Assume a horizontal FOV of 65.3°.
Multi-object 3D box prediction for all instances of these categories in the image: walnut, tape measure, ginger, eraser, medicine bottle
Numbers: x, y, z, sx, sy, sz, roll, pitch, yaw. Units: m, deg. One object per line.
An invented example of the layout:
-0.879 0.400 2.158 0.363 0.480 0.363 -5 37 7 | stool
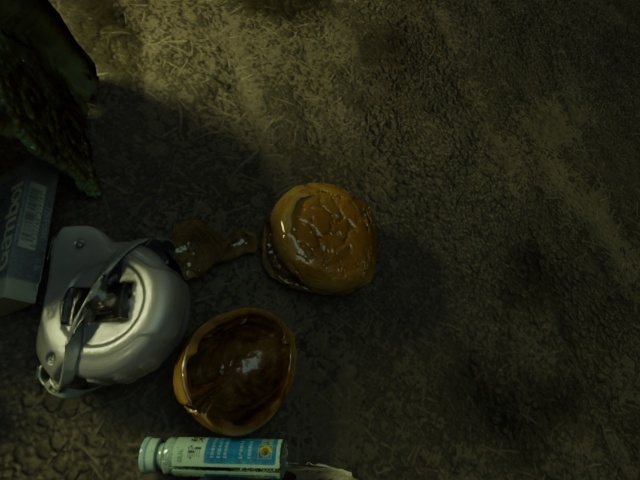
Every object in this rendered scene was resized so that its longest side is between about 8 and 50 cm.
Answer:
-0.130 0.191 0.726 0.211 0.087 0.167 -21 85 -50 | walnut
-0.278 0.092 0.683 0.196 0.120 0.236 -4 66 6 | tape measure
-0.183 0.003 0.818 0.165 0.067 0.096 -23 76 -43 | ginger
-0.425 -0.008 0.701 0.046 0.091 0.213 29 49 -50 | eraser
-0.141 0.287 0.662 0.190 0.051 0.051 0 63 5 | medicine bottle

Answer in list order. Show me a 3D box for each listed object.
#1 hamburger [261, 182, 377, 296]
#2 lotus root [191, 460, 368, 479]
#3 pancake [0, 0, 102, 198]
0.000 0.001 0.873 0.213 0.108 0.214 12 61 -23 | hamburger
-0.058 0.387 0.593 0.271 0.272 0.192 5 75 -20 | lotus root
-0.389 -0.225 0.668 0.066 0.427 0.305 -17 86 -3 | pancake
